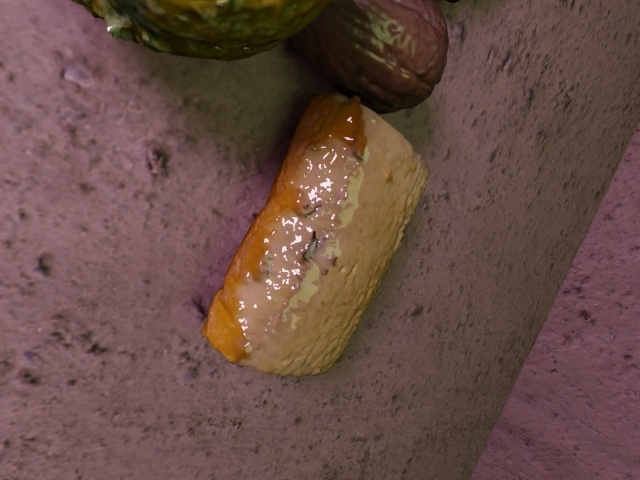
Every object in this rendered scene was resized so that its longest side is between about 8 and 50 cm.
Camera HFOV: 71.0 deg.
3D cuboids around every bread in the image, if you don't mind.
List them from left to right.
[{"bbox_3d":[0.000,0.000,0.651,0.236,0.165,0.375,27,91,-51],"label":"bread"}]

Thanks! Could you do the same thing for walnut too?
[{"bbox_3d":[0.067,-0.259,0.572,0.230,0.178,0.178,16,100,-45],"label":"walnut"}]

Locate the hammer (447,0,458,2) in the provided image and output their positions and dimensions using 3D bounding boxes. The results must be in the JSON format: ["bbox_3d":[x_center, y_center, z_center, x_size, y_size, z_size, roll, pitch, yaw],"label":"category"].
[{"bbox_3d":[0.194,-0.556,0.613,0.242,0.095,0.409,-21,130,-34],"label":"hammer"}]

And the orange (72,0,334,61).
[{"bbox_3d":[-0.109,-0.264,0.307,0.223,0.300,0.301,-58,155,-15],"label":"orange"}]
